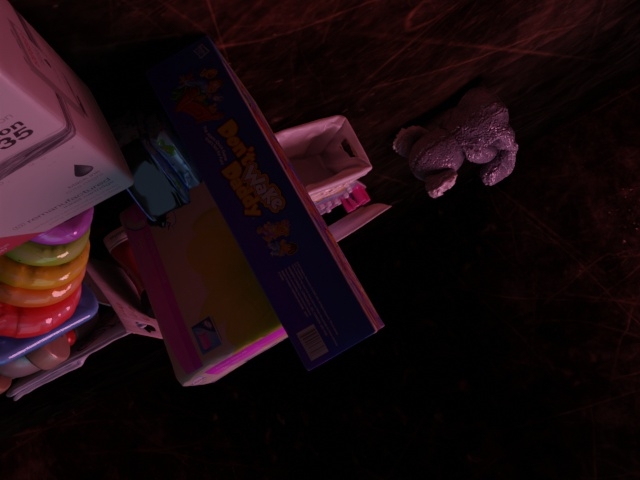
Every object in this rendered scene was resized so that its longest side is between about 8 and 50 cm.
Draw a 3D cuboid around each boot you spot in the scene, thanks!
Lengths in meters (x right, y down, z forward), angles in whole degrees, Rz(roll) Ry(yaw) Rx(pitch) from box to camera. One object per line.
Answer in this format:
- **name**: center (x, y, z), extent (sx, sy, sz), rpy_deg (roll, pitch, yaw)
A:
- **boot**: center (-0.284, 0.072, 1.211), extent (0.088, 0.176, 0.244), rpy_deg (-32, 173, 0)

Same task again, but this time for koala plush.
- **koala plush**: center (0.279, -0.202, 1.447), extent (0.221, 0.196, 0.203), rpy_deg (-28, 160, -4)

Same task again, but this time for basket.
- **basket**: center (-0.021, -0.122, 1.133), extent (0.167, 0.113, 0.103), rpy_deg (-23, 172, -32)

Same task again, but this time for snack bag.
- **snack bag**: center (-0.423, 0.168, 1.382), extent (0.343, 0.037, 0.323), rpy_deg (-28, -167, 16)

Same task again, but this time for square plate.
- **square plate**: center (0.000, 0.000, 1.953), extent (0.347, 0.049, 0.344), rpy_deg (-31, 180, -18)

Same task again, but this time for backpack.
- **backpack**: center (-0.183, -0.093, 0.750), extent (0.084, 0.114, 0.105), rpy_deg (-31, 133, 1)

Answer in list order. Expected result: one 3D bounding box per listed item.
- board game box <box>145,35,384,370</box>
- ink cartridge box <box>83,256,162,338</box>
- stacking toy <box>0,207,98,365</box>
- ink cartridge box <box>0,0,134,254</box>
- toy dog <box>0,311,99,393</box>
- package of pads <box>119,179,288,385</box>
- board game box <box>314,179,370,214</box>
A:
- **board game box**: center (-0.050, -0.031, 0.785), extent (0.078, 0.347, 0.233), rpy_deg (-30, 172, 3)
- **ink cartridge box**: center (-0.336, 0.104, 1.128), extent (0.045, 0.179, 0.145), rpy_deg (-42, 157, 5)
- **stacking toy**: center (-0.315, -0.017, 0.760), extent (0.175, 0.165, 0.302), rpy_deg (-33, 167, -51)
- **ink cartridge box**: center (-0.292, -0.076, 0.514), extent (0.207, 0.117, 0.283), rpy_deg (-28, 172, -3)
- **toy dog**: center (-0.491, 0.135, 1.150), extent (0.220, 0.160, 0.334), rpy_deg (-30, -173, -15)
- **package of pads**: center (-0.146, 0.027, 0.983), extent (0.229, 0.296, 0.101), rpy_deg (-33, 162, 24)
- **board game box**: center (-0.082, -0.036, 1.645), extent (0.390, 0.050, 0.390), rpy_deg (-31, 171, 11)
